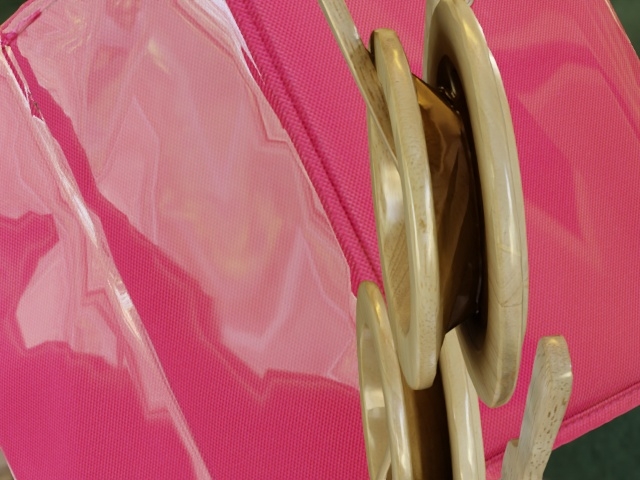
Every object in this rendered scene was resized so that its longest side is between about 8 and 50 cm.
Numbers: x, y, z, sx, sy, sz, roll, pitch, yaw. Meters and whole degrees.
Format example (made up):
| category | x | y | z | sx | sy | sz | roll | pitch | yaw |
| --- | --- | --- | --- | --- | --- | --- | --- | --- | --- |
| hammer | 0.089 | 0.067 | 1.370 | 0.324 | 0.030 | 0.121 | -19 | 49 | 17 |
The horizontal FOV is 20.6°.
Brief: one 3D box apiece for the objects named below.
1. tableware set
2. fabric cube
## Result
| category | x | y | z | sx | sy | sz | roll | pitch | yaw |
| --- | --- | --- | --- | --- | --- | --- | --- | --- | --- |
| tableware set | 0.018 | 0.020 | 0.413 | 0.039 | 0.194 | 0.128 | -7 | 59 | -3 |
| fabric cube | 0.000 | 0.000 | 0.803 | 0.254 | 0.258 | 0.259 | -16 | -12 | -48 |
